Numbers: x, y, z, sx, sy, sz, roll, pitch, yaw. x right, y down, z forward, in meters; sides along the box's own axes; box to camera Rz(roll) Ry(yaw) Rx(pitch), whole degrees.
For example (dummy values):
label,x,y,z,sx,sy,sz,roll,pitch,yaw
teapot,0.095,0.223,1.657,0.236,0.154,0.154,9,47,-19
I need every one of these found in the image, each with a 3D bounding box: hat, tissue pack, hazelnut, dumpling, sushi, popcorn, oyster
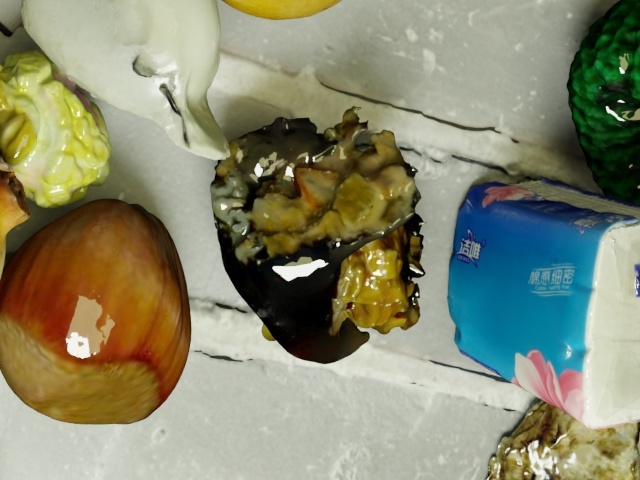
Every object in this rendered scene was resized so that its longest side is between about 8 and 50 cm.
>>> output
label,x,y,z,sx,sy,sz,roll,pitch,yaw
hat,0.425,-0.182,1.491,0.332,0.242,0.274,-48,139,-34
tissue pack,0.244,0.052,1.398,0.137,0.270,0.209,1,101,-22
hazelnut,-0.214,0.066,1.263,0.186,0.210,0.210,-26,109,7
dumpling,-0.167,-0.193,1.220,0.175,0.227,0.243,0,94,8
sushi,0.007,-0.001,1.341,0.200,0.204,0.213,-11,64,3
popcorn,-0.255,-0.100,1.239,0.126,0.126,0.145,-24,117,-27
oyster,0.293,0.287,1.549,0.204,0.111,0.396,-4,104,-20

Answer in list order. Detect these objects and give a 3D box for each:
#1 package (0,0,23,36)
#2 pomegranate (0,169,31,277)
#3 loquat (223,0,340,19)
label,x,y,z,sx,sy,sz,roll,pitch,yaw
package,-0.306,-0.335,1.213,0.251,0.062,0.204,42,82,-27
pomegranate,-0.374,-0.016,1.127,0.264,0.264,0.264,-4,100,-23
loquat,-0.036,-0.307,1.257,0.208,0.208,0.208,-4,100,-23
